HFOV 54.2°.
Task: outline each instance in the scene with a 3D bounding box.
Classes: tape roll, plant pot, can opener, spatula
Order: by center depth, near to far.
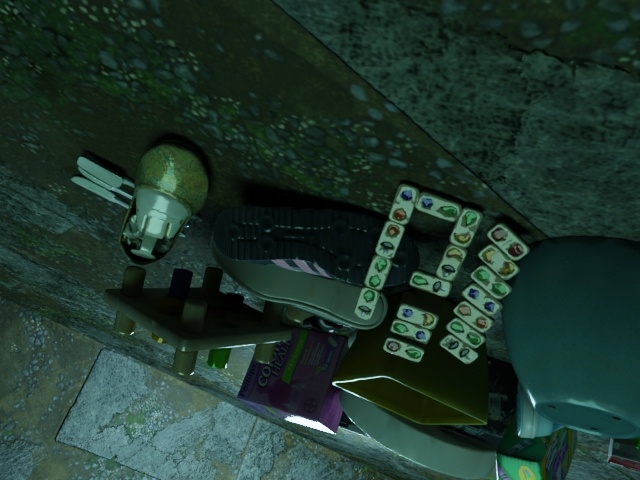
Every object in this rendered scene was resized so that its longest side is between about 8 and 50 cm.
[{"bbox_3d":[0.378,0.152,0.854,0.290,0.196,0.290,18,156,8],"label":"plant pot"},{"bbox_3d":[0.179,0.207,1.139,0.212,0.187,0.212,28,156,-15],"label":"plant pot"},{"bbox_3d":[-0.345,-0.076,1.171,0.242,0.019,0.168,30,154,-19],"label":"spatula"},{"bbox_3d":[0.053,0.142,1.209,0.186,0.059,0.073,1,179,-42],"label":"can opener"},{"bbox_3d":[0.232,0.409,1.452,0.391,0.072,0.392,21,-174,-2],"label":"tape roll"}]

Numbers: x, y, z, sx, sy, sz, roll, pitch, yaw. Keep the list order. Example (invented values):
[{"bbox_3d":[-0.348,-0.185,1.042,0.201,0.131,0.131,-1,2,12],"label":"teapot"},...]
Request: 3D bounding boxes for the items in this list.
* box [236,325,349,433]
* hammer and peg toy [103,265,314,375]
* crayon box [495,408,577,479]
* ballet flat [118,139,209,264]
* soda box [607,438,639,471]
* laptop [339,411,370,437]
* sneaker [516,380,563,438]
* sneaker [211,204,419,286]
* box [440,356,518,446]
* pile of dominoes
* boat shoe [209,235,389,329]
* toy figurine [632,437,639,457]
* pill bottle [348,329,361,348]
[{"bbox_3d":[-0.052,0.341,1.578,0.242,0.214,0.117,6,153,31],"label":"box"},{"bbox_3d":[-0.189,0.137,1.175,0.265,0.127,0.361,20,-170,38],"label":"hammer and peg toy"},{"bbox_3d":[0.414,0.390,1.178,0.081,0.278,0.165,4,112,33],"label":"crayon box"},{"bbox_3d":[-0.271,-0.041,1.043,0.123,0.123,0.348,27,152,-14],"label":"ballet flat"},{"bbox_3d":[0.756,0.458,1.322,0.263,0.092,0.083,11,154,23],"label":"soda box"},{"bbox_3d":[0.072,0.444,1.789,0.234,0.265,0.136,16,-168,13],"label":"laptop"},{"bbox_3d":[0.438,0.252,1.027,0.208,0.127,0.319,3,-176,25],"label":"sneaker"},{"bbox_3d":[0.000,0.000,0.987,0.318,0.112,0.131,12,-178,10],"label":"sneaker"},{"bbox_3d":[0.349,0.334,1.311,0.158,0.156,0.093,19,155,4],"label":"box"},{"bbox_3d":[0.161,0.063,0.864,0.195,0.040,0.251,19,123,5],"label":"pile of dominoes"},{"bbox_3d":[-0.038,0.068,1.115,0.335,0.112,0.095,24,179,2],"label":"boat shoe"},{"bbox_3d":[0.722,0.398,1.228,0.159,0.130,0.173,7,176,8],"label":"toy figurine"},{"bbox_3d":[0.124,0.212,1.318,0.086,0.086,0.152,30,154,-20],"label":"pill bottle"}]
